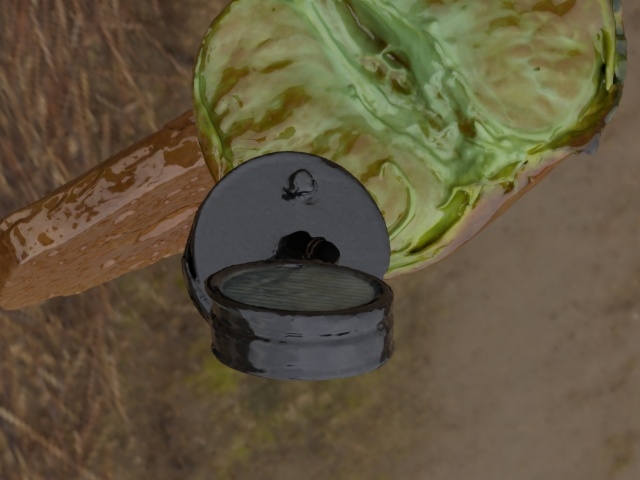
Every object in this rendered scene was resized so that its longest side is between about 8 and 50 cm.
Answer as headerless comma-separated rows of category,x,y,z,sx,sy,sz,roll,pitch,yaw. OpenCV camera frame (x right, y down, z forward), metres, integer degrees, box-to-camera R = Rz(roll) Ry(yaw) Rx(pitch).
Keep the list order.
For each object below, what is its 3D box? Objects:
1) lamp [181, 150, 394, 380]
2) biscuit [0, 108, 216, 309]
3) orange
lamp,-0.003,0.037,0.744,0.130,0.371,0.108,2,101,-9
biscuit,-0.151,-0.045,1.672,0.455,0.078,0.350,-19,164,-49
orange,0.064,-0.130,1.274,0.334,0.196,0.262,-45,98,5
